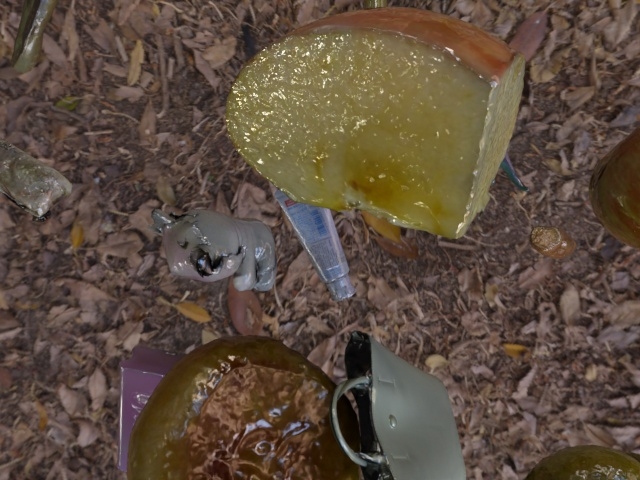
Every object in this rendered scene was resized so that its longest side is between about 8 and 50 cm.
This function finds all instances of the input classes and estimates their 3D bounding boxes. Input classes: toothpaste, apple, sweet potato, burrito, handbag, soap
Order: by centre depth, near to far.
[{"bbox_3d":[-0.316,-0.077,0.509,0.171,0.051,0.042,28,138,16],"label":"burrito"},{"bbox_3d":[0.065,-0.146,0.637,0.309,0.314,0.252,22,96,21],"label":"apple"},{"bbox_3d":[0.109,0.257,0.729,0.110,0.241,0.315,-21,148,17],"label":"handbag"},{"bbox_3d":[-0.251,0.274,0.825,0.122,0.065,0.203,10,109,4],"label":"soap"},{"bbox_3d":[0.608,-0.091,0.891,0.265,0.264,0.264,1,105,4],"label":"apple"},{"bbox_3d":[0.000,0.000,0.973,0.090,0.057,0.234,-23,103,-1],"label":"toothpaste"},{"bbox_3d":[0.684,0.008,1.514,0.097,0.252,0.097,-7,80,44],"label":"sweet potato"}]

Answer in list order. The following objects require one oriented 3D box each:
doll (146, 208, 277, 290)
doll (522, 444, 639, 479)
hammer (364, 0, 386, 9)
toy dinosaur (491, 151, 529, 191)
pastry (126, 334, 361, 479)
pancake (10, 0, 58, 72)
[{"bbox_3d":[-0.137,0.011,0.722,0.149,0.192,0.095,39,108,30],"label":"doll"},{"bbox_3d":[0.215,0.233,0.403,0.137,0.209,0.097,-19,87,19],"label":"doll"},{"bbox_3d":[0.112,-0.455,1.074,0.202,0.113,0.305,25,144,32],"label":"hammer"},{"bbox_3d":[0.403,-0.322,1.424,0.384,0.129,0.330,13,99,34],"label":"toy dinosaur"},{"bbox_3d":[-0.094,0.302,0.710,0.164,0.356,0.355,-20,108,53],"label":"pastry"},{"bbox_3d":[-0.534,-0.468,0.991,0.050,0.294,0.294,10,109,-35],"label":"pancake"}]
